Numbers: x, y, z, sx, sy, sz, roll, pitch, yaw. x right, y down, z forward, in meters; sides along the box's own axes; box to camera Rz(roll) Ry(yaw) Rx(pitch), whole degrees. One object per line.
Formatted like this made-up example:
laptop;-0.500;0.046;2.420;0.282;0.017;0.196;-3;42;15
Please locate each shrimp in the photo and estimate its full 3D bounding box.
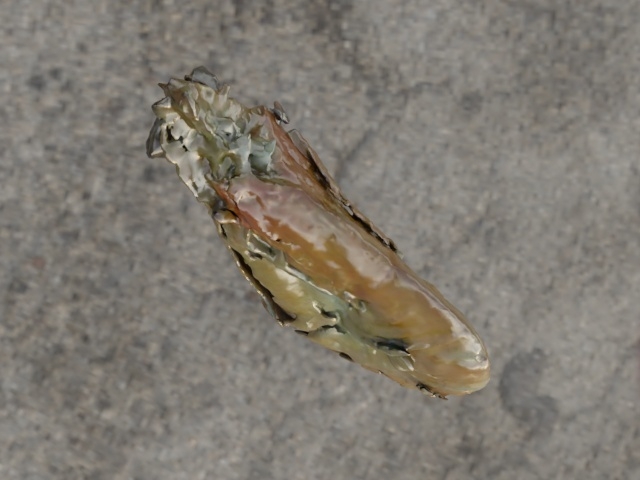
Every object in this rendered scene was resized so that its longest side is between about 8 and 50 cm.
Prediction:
shrimp;0.000;0.000;0.453;0.043;0.091;0.184;-58;135;-15
